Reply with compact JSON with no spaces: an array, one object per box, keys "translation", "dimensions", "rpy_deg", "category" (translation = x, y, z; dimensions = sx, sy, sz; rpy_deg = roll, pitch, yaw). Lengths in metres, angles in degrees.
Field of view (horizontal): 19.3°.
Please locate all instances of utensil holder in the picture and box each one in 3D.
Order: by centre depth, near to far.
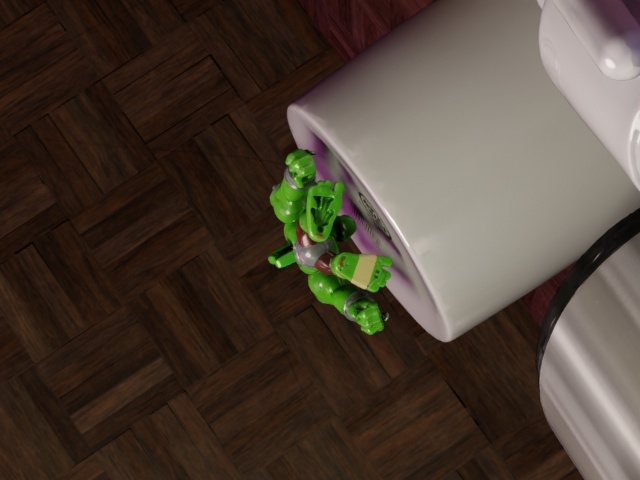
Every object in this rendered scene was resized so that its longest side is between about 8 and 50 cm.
[{"translation":[0.204,-0.122,1.978],"dimensions":[0.327,0.385,0.327],"rpy_deg":[54,172,12],"category":"utensil holder"}]

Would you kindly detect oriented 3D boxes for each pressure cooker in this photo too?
[{"translation":[0.431,0.188,1.755],"dimensions":[0.375,0.370,0.420],"rpy_deg":[45,-170,-43],"category":"pressure cooker"}]

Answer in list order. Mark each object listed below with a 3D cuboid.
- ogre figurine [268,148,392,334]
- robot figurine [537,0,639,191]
[{"translation":[0.000,0.000,1.957],"dimensions":[0.197,0.097,0.118],"rpy_deg":[46,164,-16],"category":"ogre figurine"},{"translation":[0.305,-0.133,1.481],"dimensions":[0.300,0.200,0.353],"rpy_deg":[15,-151,-35],"category":"robot figurine"}]
